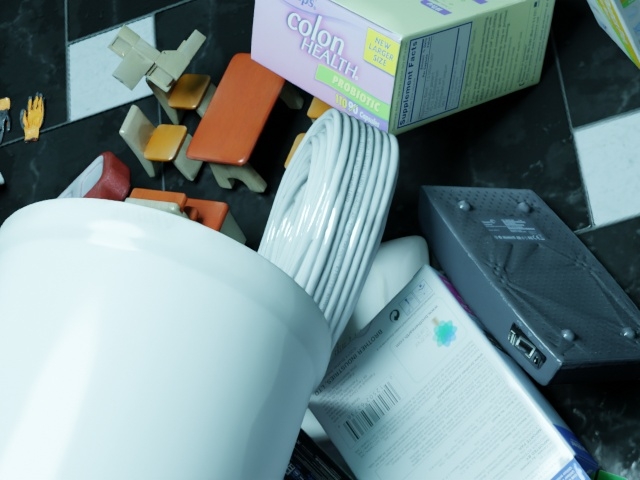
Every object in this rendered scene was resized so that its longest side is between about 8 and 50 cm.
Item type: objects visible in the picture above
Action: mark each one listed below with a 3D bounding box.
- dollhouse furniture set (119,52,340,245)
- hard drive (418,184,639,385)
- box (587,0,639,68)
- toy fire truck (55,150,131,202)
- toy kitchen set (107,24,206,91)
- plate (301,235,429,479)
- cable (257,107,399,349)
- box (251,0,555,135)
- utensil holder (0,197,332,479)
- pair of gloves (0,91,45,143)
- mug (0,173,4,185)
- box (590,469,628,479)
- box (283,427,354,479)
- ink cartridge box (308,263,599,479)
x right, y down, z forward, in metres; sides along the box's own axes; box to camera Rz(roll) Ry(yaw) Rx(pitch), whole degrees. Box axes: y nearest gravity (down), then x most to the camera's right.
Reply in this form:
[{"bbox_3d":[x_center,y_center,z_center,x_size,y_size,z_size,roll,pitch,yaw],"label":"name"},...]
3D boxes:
[{"bbox_3d":[-0.109,-0.104,1.929,0.262,0.135,0.259,7,60,30],"label":"dollhouse furniture set"},{"bbox_3d":[0.209,0.043,1.697,0.254,0.172,0.054,54,130,37],"label":"hard drive"},{"bbox_3d":[0.331,-0.277,1.788,0.114,0.203,0.103,-36,53,3],"label":"box"},{"bbox_3d":[-0.321,0.061,1.938,0.302,0.169,0.254,-44,24,21],"label":"toy fire truck"},{"bbox_3d":[-0.192,-0.214,1.971,0.068,0.083,0.075,-41,15,53],"label":"toy kitchen set"},{"bbox_3d":[-0.017,0.131,1.823,0.278,0.045,0.277,-12,57,19],"label":"plate"},{"bbox_3d":[0.000,0.000,1.715,0.089,0.257,0.257,20,68,-9],"label":"cable"},{"bbox_3d":[0.088,-0.230,1.857,0.243,0.117,0.213,-22,42,-39],"label":"box"},{"bbox_3d":[-0.199,0.211,1.521,0.328,0.327,0.385,3,58,27],"label":"utensil holder"},{"bbox_3d":[-0.382,-0.152,2.183,0.083,0.010,0.074,-8,60,23],"label":"pair of gloves"},{"bbox_3d":[-0.484,-0.054,2.137,0.169,0.150,0.113,-43,89,3],"label":"mug"},{"bbox_3d":[0.205,0.281,1.606,0.179,0.043,0.105,-56,29,-14],"label":"box"},{"bbox_3d":[-0.054,0.273,1.691,0.175,0.051,0.220,-40,65,-16],"label":"box"},{"bbox_3d":[0.127,0.193,1.636,0.186,0.065,0.311,-45,51,11],"label":"ink cartridge box"}]
